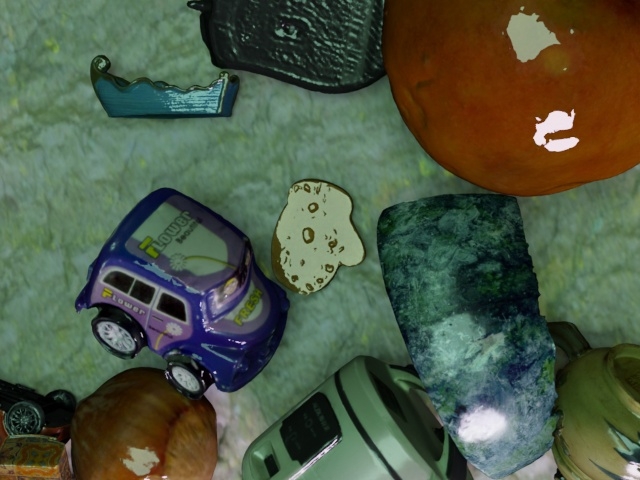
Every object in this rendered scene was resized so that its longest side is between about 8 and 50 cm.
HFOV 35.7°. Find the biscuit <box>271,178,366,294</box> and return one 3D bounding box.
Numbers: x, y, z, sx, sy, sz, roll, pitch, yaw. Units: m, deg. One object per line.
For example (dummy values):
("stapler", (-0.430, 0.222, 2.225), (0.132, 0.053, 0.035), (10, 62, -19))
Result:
("biscuit", (0.000, 0.000, 1.211), (0.118, 0.023, 0.140), (23, 93, 8))

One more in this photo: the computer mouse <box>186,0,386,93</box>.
("computer mouse", (-0.028, -0.260, 1.183), (0.264, 0.088, 0.147), (14, 109, 5))

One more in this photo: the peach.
("peach", (0.236, -0.213, 1.012), (0.342, 0.302, 0.343), (2, 77, -9))

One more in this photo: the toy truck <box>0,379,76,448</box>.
("toy truck", (-0.429, 0.216, 1.234), (0.252, 0.107, 0.114), (20, 94, 9))

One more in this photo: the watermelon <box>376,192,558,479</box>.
("watermelon", (0.187, 0.090, 1.079), (0.148, 0.226, 0.318), (-22, 90, 17))

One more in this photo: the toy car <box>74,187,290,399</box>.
("toy car", (-0.146, 0.053, 1.133), (0.235, 0.158, 0.172), (31, 51, 4))

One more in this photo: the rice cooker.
("rice cooker", (0.048, 0.255, 1.102), (0.244, 0.226, 0.226), (-37, 85, 8))

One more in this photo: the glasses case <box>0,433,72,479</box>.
("glasses case", (-0.328, 0.326, 1.191), (0.075, 0.049, 0.218), (2, 125, 3))

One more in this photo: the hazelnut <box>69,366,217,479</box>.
("hazelnut", (-0.210, 0.240, 1.165), (0.182, 0.182, 0.182), (0, 90, 9))

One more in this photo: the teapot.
("teapot", (0.316, 0.209, 1.108), (0.269, 0.173, 0.183), (42, 127, 25))

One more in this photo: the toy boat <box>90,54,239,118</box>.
("toy boat", (-0.192, -0.189, 1.212), (0.185, 0.075, 0.077), (1, 93, 13))
